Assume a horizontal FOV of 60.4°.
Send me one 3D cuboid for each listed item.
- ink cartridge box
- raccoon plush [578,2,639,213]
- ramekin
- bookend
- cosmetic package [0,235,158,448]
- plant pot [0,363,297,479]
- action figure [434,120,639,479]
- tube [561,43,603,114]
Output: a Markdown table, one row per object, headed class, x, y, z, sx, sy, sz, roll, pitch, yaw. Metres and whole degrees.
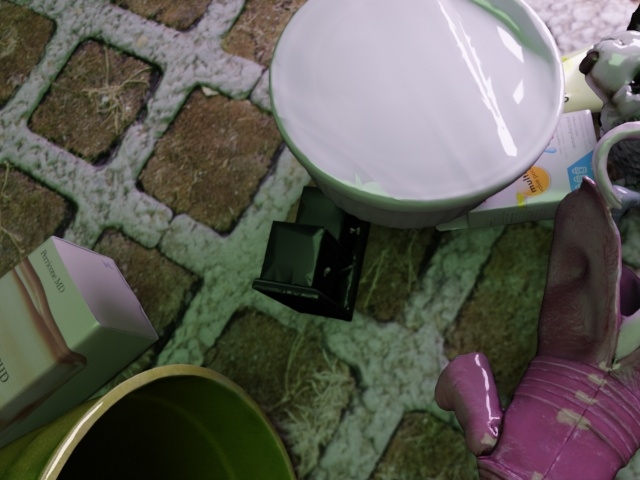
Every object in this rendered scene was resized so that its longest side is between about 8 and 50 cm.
| class | x | y | z | sx | sy | sz | roll | pitch | yaw |
| --- | --- | --- | --- | --- | --- | --- | --- | --- | --- |
| ink cartridge box | 0.218 | -0.076 | 0.634 | 0.182 | 0.061 | 0.104 | -8 | 72 | 14 |
| raccoon plush | 0.472 | -0.157 | 0.496 | 0.447 | 0.216 | 0.298 | 7 | 73 | 18 |
| ramekin | 0.091 | -0.135 | 0.563 | 0.273 | 0.127 | 0.272 | -1 | 71 | 3 |
| bookend | 0.000 | 0.000 | 0.622 | 0.073 | 0.156 | 0.157 | 7 | 75 | 18 |
| cosmetic package | -0.382 | 0.153 | 0.699 | 0.296 | 0.129 | 0.153 | -40 | 67 | 1 |
| plant pot | -0.248 | 0.337 | 0.515 | 0.353 | 0.366 | 0.366 | -19 | 70 | 22 |
| action figure | 0.235 | 0.140 | 0.460 | 0.248 | 0.275 | 0.370 | 32 | 71 | 19 |
| tube | 0.228 | -0.170 | 0.663 | 0.241 | 0.062 | 0.069 | -13 | 112 | 7 |
